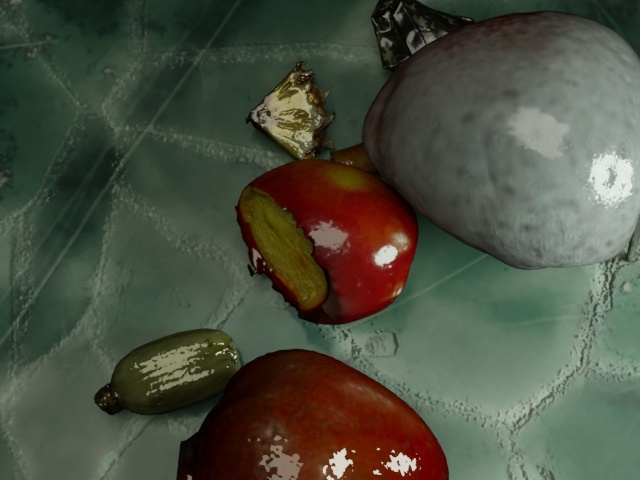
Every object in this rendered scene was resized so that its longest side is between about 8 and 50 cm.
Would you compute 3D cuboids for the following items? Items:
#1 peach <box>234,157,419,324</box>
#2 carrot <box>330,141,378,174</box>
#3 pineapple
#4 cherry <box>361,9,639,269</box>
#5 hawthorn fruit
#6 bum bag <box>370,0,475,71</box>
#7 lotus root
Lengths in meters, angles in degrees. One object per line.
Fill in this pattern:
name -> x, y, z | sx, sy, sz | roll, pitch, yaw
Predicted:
peach -> 0.000, 0.000, 1.682 | 0.226, 0.190, 0.196 | 14, 89, 1
carrot -> 0.080, -0.113, 1.781 | 0.139, 0.048, 0.048 | -21, 75, -12
pineapple -> -0.038, -0.155, 1.788 | 0.116, 0.069, 0.137 | -6, 76, 1
cherry -> 0.238, -0.109, 1.633 | 0.335, 0.291, 0.326 | -9, 54, -19
hawthorn fruit -> -0.014, 0.263, 1.574 | 0.311, 0.295, 0.295 | -6, 74, -12
bum bag -> 0.181, -0.244, 1.797 | 0.248, 0.069, 0.102 | 16, 99, 0
lotus root -> -0.188, 0.165, 1.705 | 0.183, 0.077, 0.090 | -21, 79, -5
